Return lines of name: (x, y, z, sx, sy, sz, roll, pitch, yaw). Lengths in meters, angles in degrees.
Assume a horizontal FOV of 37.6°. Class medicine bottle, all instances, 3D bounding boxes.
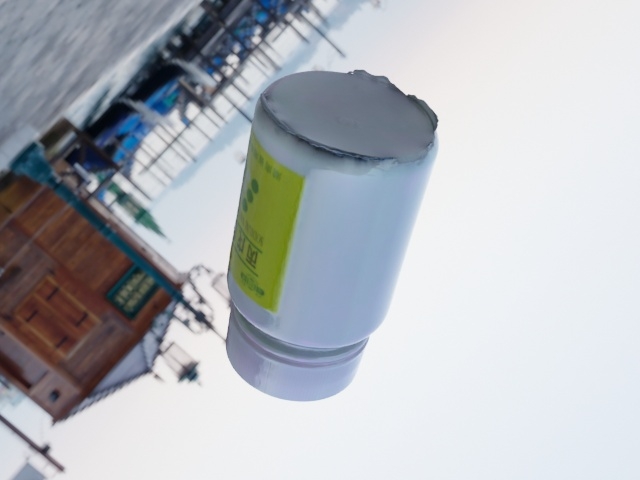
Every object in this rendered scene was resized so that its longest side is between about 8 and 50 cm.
medicine bottle: (0.000, 0.000, 1.137, 0.213, 0.213, 0.379, -59, 166, -53)
